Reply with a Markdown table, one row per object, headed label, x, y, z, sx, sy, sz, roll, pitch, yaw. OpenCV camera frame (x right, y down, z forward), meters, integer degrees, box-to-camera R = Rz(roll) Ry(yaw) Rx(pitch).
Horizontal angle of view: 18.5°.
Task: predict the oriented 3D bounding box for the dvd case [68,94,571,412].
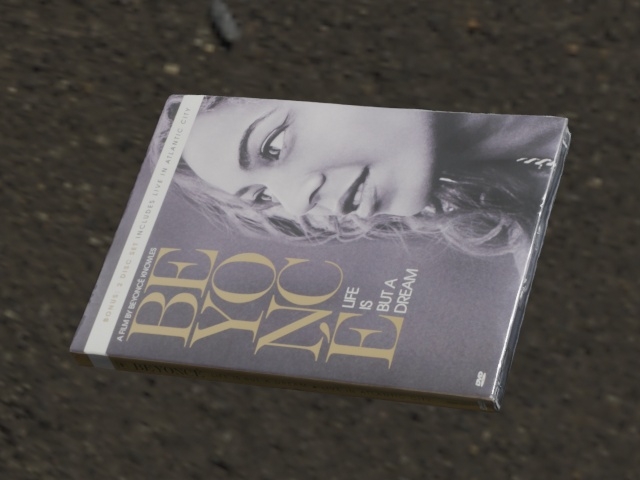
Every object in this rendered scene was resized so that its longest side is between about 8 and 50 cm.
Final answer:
| label | x | y | z | sx | sy | sz | roll | pitch | yaw |
| --- | --- | --- | --- | --- | --- | --- | --- | --- | --- |
| dvd case | 0.000 | 0.000 | 0.975 | 0.018 | 0.221 | 0.164 | 64 | 37 | -51 |
